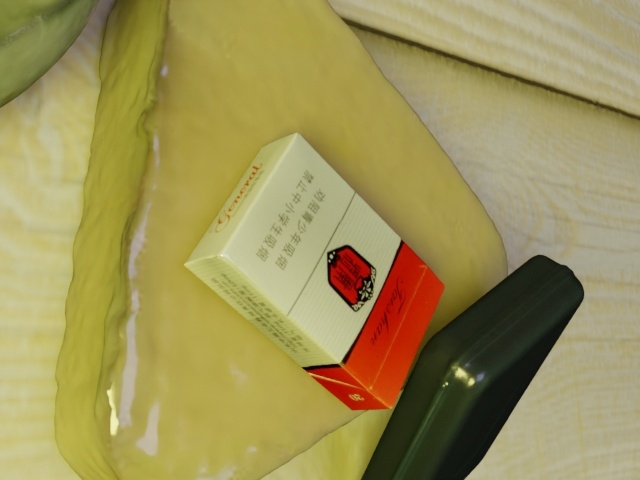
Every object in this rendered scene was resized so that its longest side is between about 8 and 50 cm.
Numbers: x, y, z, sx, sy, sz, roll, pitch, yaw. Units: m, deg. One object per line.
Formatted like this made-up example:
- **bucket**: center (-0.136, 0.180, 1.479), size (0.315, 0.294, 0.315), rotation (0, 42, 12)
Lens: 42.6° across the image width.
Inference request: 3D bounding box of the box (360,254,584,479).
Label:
- **box**: center (0.101, 0.126, 0.606), size (0.050, 0.230, 0.160), rotation (38, 45, 24)

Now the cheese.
- **cheese**: center (0.000, 0.001, 0.605), size (0.384, 0.104, 0.384), rotation (10, 74, -39)

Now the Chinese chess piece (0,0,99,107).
- **Chinese chess piece**: center (-0.268, -0.208, 0.394), size (0.349, 0.146, 0.349), rotation (10, 74, -38)

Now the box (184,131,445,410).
- **box**: center (0.003, 0.022, 0.506), size (0.152, 0.048, 0.100), rotation (46, 58, -26)
